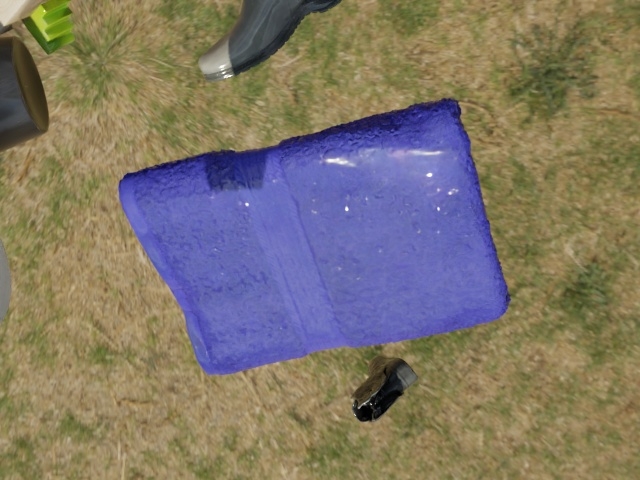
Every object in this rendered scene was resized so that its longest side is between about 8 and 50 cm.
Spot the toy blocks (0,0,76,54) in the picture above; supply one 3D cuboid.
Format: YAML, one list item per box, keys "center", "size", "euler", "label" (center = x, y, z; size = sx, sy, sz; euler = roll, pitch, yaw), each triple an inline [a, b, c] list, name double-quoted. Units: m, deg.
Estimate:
- center: [-0.365, -0.423, 0.984]
  size: [0.381, 0.260, 0.191]
  euler: [54, 42, -10]
  label: "toy blocks"

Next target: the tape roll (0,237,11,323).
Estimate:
- center: [-0.458, 0.010, 0.902]
  size: [0.100, 0.286, 0.286]
  euler: [-33, 108, 18]
  label: "tape roll"

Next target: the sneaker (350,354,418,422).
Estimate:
- center: [0.069, 0.190, 1.120]
  size: [0.089, 0.170, 0.051]
  euler: [-42, 91, -15]
  label: "sneaker"

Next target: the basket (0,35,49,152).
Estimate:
- center: [-0.477, -0.170, 1.134]
  size: [0.226, 0.154, 0.205]
  euler: [-13, 97, -1]
  label: "basket"

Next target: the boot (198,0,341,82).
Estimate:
- center: [-0.077, -0.313, 1.044]
  size: [0.246, 0.083, 0.161]
  euler: [-37, 118, 5]
  label: "boot"

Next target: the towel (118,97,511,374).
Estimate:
- center: [0.000, 0.000, 0.802]
  size: [0.308, 0.076, 0.228]
  euler: [-11, 121, 14]
  label: "towel"
